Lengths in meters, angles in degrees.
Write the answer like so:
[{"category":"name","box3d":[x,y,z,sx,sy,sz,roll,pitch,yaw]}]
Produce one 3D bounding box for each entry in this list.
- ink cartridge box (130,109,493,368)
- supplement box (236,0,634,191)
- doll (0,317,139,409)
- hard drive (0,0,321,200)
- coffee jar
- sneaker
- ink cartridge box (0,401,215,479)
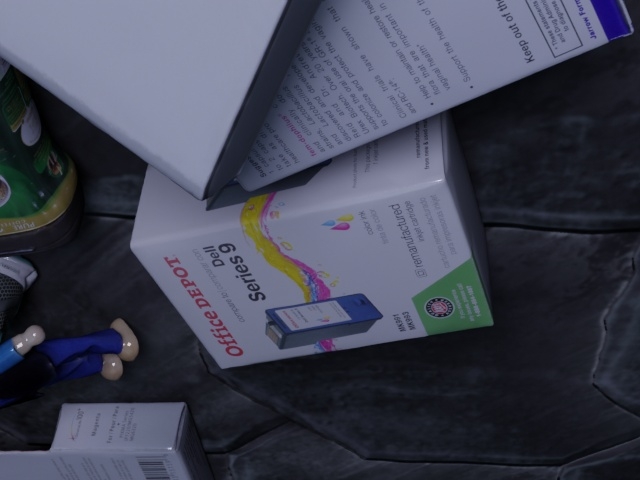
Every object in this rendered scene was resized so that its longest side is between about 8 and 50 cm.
[{"category":"ink cartridge box","box3d":[0.000,0.000,0.624,0.212,0.093,0.154,-9,137,16]},{"category":"supplement box","box3d":[0.027,-0.131,0.464,0.220,0.111,0.114,-22,132,25]},{"category":"doll","box3d":[-0.240,0.106,0.713,0.189,0.046,0.129,-14,155,-44]},{"category":"hard drive","box3d":[-0.129,-0.180,0.358,0.307,0.040,0.203,36,128,8]},{"category":"coffee jar","box3d":[-0.220,-0.069,0.572,0.096,0.079,0.184,-6,136,6]},{"category":"sneaker","box3d":[-0.292,0.076,0.736,0.065,0.076,0.166,25,133,-21]},{"category":"ink cartridge box","box3d":[-0.236,0.268,0.955,0.239,0.060,0.275,-1,138,6]}]
